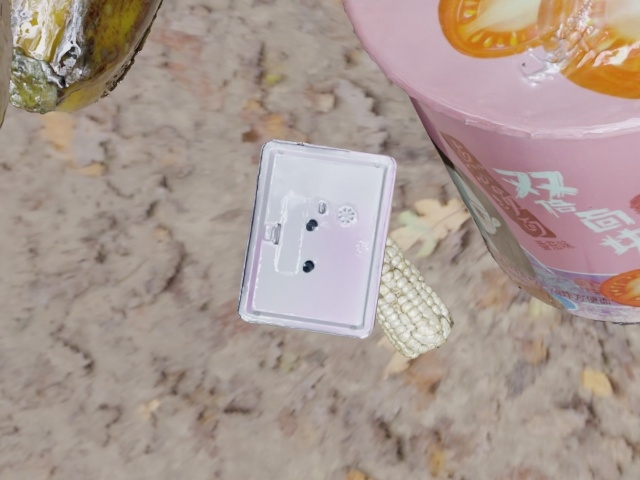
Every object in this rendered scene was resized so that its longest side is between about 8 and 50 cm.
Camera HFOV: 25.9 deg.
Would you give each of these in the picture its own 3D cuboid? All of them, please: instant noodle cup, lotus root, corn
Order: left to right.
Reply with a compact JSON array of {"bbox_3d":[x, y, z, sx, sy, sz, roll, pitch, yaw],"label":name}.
[{"bbox_3d":[-0.251,-0.315,1.509,0.196,0.179,0.397,26,62,-11],"label":"lotus root"},{"bbox_3d":[0.090,0.051,1.767,0.087,0.087,0.211,-31,98,11],"label":"corn"},{"bbox_3d":[0.152,-0.090,0.726,0.243,0.231,0.243,-8,57,13],"label":"instant noodle cup"}]

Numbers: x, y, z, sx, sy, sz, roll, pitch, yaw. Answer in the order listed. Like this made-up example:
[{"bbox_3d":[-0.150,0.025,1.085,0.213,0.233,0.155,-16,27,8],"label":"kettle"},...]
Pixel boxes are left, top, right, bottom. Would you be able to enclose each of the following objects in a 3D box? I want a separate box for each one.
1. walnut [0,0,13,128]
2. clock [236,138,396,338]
[{"bbox_3d":[-0.213,-0.081,0.432,0.248,0.248,0.248,1,95,10],"label":"walnut"},{"bbox_3d":[0.000,0.000,1.457,0.147,0.071,0.192,8,87,5],"label":"clock"}]
